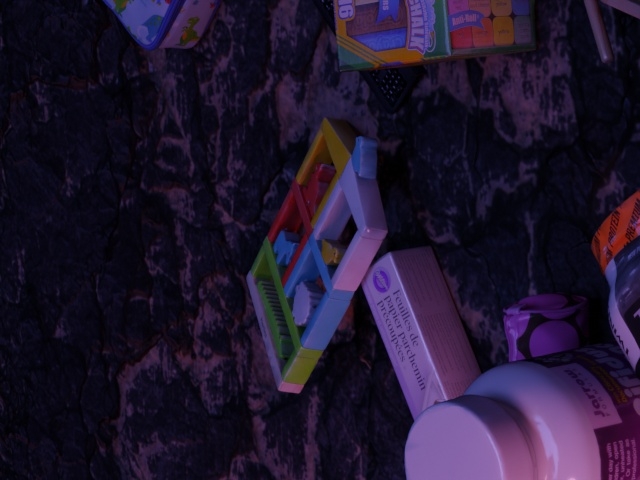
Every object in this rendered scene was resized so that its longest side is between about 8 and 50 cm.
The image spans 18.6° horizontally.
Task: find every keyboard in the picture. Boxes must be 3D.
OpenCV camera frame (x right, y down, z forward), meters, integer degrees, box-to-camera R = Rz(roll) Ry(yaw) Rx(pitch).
[{"bbox_3d":[0.044,-0.235,2.121,0.192,0.038,0.100,57,133,25],"label":"keyboard"}]

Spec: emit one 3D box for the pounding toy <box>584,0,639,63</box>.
[{"bbox_3d":[0.309,-0.249,1.781,0.206,0.094,0.181,36,127,51],"label":"pounding toy"}]

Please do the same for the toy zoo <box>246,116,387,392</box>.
[{"bbox_3d":[0.000,0.000,2.162,0.293,0.030,0.192,-63,30,33],"label":"toy zoo"}]

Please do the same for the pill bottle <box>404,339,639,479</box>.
[{"bbox_3d":[0.226,0.184,1.777,0.169,0.301,0.169,10,104,47],"label":"pill bottle"}]

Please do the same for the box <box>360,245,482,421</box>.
[{"bbox_3d":[0.135,0.165,2.061,0.063,0.067,0.324,-37,70,46],"label":"box"}]

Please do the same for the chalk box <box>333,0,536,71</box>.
[{"bbox_3d":[0.128,-0.244,1.951,0.213,0.132,0.132,-1,95,50],"label":"chalk box"}]

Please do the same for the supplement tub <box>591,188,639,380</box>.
[{"bbox_3d":[0.382,0.104,1.659,0.207,0.207,0.338,-50,60,41],"label":"supplement tub"}]

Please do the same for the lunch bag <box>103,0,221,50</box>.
[{"bbox_3d":[-0.203,-0.351,2.348,0.219,0.090,0.176,53,129,28],"label":"lunch bag"}]

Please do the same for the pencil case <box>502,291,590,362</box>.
[{"bbox_3d":[0.216,0.156,1.938,0.095,0.098,0.209,-158,68,-69],"label":"pencil case"}]
